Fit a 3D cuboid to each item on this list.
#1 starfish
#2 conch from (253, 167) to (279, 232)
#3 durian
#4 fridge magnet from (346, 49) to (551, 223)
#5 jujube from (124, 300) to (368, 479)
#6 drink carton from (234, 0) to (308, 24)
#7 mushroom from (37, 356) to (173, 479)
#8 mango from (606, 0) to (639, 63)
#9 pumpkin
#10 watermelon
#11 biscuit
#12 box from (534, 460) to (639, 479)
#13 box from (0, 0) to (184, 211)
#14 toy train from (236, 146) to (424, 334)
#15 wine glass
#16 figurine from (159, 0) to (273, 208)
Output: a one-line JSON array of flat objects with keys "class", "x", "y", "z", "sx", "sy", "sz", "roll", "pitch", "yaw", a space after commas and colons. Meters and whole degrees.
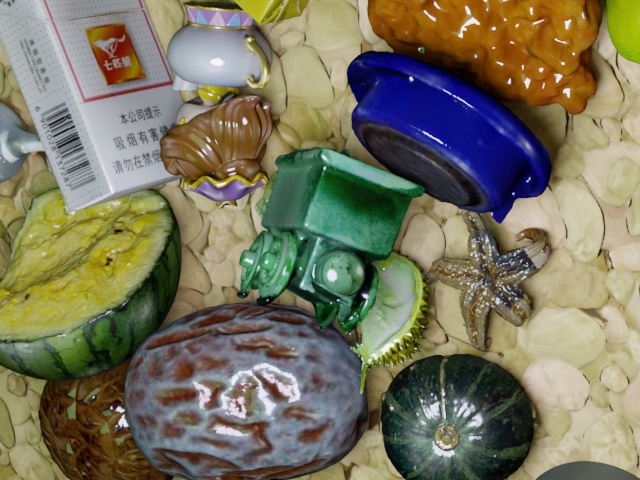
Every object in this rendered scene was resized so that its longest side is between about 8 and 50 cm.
[{"class": "starfish", "x": 0.196, "y": 0.048, "z": 1.706, "sx": 0.146, "sy": 0.074, "sz": 0.189, "roll": 22, "pitch": 115, "yaw": 20}, {"class": "conch", "x": -0.044, "y": -0.047, "z": 1.825, "sx": 0.089, "sy": 0.074, "sz": 0.121, "roll": 16, "pitch": 115, "yaw": 17}, {"class": "durian", "x": 0.086, "y": 0.096, "z": 1.740, "sx": 0.100, "sy": 0.215, "sz": 0.086, "roll": -1, "pitch": 141, "yaw": 2}, {"class": "fridge magnet", "x": 0.139, "y": -0.121, "z": 1.596, "sx": 0.265, "sy": 0.265, "sz": 0.112, "roll": 27, "pitch": 78, "yaw": 24}, {"class": "jujube", "x": -0.086, "y": 0.204, "z": 1.805, "sx": 0.308, "sy": 0.215, "sz": 0.246, "roll": -13, "pitch": 125, "yaw": 18}, {"class": "drink carton", "x": -0.019, "y": -0.446, "z": 1.683, "sx": 0.154, "sy": 0.111, "sz": 0.351, "roll": 43, "pitch": 121, "yaw": 16}, {"class": "mushroom", "x": -0.308, "y": 0.267, "z": 2.035, "sx": 0.253, "sy": 0.153, "sz": 0.253, "roll": 17, "pitch": 116, "yaw": 37}, {"class": "mango", "x": 0.392, "y": -0.312, "z": 1.440, "sx": 0.185, "sy": 0.149, "sz": 0.273, "roll": 8, "pitch": 113, "yaw": 23}, {"class": "pumpkin", "x": 0.168, "y": 0.227, "z": 1.721, "sx": 0.190, "sy": 0.146, "sz": 0.190, "roll": 7, "pitch": 104, "yaw": 30}, {"class": "watermelon", "x": -0.319, "y": 0.076, "z": 1.926, "sx": 0.331, "sy": 0.330, "sz": 0.189, "roll": 11, "pitch": 141, "yaw": 30}, {"class": "biscuit", "x": 0.175, "y": -0.310, "z": 1.563, "sx": 0.318, "sy": 0.110, "sz": 0.312, "roll": 18, "pitch": 129, "yaw": 29}, {"class": "box", "x": 0.308, "y": 0.396, "z": 1.676, "sx": 0.226, "sy": 0.149, "sz": 0.226, "roll": 9, "pitch": 108, "yaw": 30}, {"class": "box", "x": -0.299, "y": -0.220, "z": 1.858, "sx": 0.095, "sy": 0.210, "sz": 0.330, "roll": -22, "pitch": 90, "yaw": 34}, {"class": "toy train", "x": 0.000, "y": 0.000, "z": 1.674, "sx": 0.145, "sy": 0.266, "sz": 0.201, "roll": 21, "pitch": 86, "yaw": -15}, {"class": "wine glass", "x": -0.450, "y": -0.140, "z": 2.020, "sx": 0.321, "sy": 0.143, "sz": 0.143, "roll": 1, "pitch": 103, "yaw": 34}, {"class": "figurine", "x": -0.131, "y": -0.172, "z": 1.805, "sx": 0.189, "sy": 0.142, "sz": 0.263, "roll": 20, "pitch": 111, "yaw": 52}]
